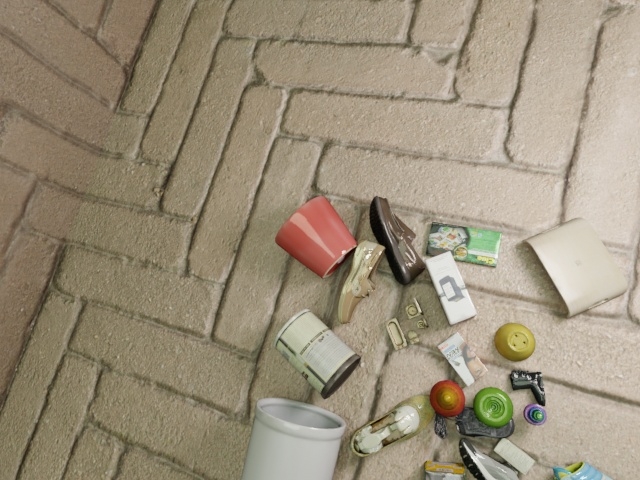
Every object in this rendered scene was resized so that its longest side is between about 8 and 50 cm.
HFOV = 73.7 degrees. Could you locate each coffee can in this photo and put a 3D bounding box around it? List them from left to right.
[{"bbox_3d":[-0.014,0.422,1.611,0.275,0.201,0.202,40,90,22],"label":"coffee can"}]

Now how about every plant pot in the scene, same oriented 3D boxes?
[{"bbox_3d":[0.000,0.000,1.696,0.275,0.275,0.243,-45,77,2],"label":"plant pot"},{"bbox_3d":[0.676,0.350,1.474,0.134,0.095,0.134,-4,76,17],"label":"plant pot"}]

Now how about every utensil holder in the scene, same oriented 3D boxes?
[{"bbox_3d":[-0.111,0.793,1.490,0.327,0.327,0.386,10,83,19],"label":"utensil holder"}]

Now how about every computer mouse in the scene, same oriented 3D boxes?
[{"bbox_3d":[0.523,0.593,1.487,0.261,0.060,0.184,-7,59,13],"label":"computer mouse"}]

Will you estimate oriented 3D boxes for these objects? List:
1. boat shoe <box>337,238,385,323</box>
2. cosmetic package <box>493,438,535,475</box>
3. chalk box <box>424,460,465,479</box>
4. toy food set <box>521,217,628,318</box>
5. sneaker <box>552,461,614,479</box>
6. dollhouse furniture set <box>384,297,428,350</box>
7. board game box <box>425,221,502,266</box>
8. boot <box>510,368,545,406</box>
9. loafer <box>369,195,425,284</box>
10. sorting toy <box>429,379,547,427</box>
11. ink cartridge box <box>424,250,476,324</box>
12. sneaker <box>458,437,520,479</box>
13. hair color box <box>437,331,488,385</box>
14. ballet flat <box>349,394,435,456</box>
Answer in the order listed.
[{"bbox_3d":[0.156,0.170,1.651,0.110,0.121,0.342,18,93,18],"label":"boat shoe"},{"bbox_3d":[0.642,0.712,1.422,0.115,0.041,0.060,37,90,22],"label":"cosmetic package"},{"bbox_3d":[0.415,0.861,1.408,0.132,0.132,0.213,-2,77,15],"label":"chalk box"},{"bbox_3d":[0.882,0.089,1.492,0.219,0.092,0.306,-22,72,-2],"label":"toy food set"},{"bbox_3d":[0.775,0.830,1.310,0.208,0.127,0.319,36,79,20],"label":"sneaker"},{"bbox_3d":[0.315,0.312,1.579,0.151,0.123,0.144,-25,70,10],"label":"dollhouse furniture set"},{"bbox_3d":[0.547,0.014,1.636,0.259,0.030,0.136,11,78,19],"label":"board game box"},{"bbox_3d":[0.705,0.500,1.454,0.099,0.045,0.121,-4,68,14],"label":"boot"},{"bbox_3d":[0.301,-0.011,1.680,0.130,0.134,0.366,-18,80,-14],"label":"loafer"},{"bbox_3d":[0.541,0.540,1.393,0.365,0.126,0.127,5,72,19],"label":"sorting toy"},{"bbox_3d":[0.467,0.179,1.540,0.100,0.172,0.237,-21,71,11],"label":"ink cartridge box"},{"bbox_3d":[0.575,0.764,1.412,0.108,0.100,0.271,-37,63,-21],"label":"sneaker"},{"bbox_3d":[0.509,0.423,1.530,0.093,0.053,0.167,-38,70,5],"label":"hair color box"},{"bbox_3d":[0.254,0.665,1.515,0.348,0.123,0.123,-31,70,7],"label":"ballet flat"}]
